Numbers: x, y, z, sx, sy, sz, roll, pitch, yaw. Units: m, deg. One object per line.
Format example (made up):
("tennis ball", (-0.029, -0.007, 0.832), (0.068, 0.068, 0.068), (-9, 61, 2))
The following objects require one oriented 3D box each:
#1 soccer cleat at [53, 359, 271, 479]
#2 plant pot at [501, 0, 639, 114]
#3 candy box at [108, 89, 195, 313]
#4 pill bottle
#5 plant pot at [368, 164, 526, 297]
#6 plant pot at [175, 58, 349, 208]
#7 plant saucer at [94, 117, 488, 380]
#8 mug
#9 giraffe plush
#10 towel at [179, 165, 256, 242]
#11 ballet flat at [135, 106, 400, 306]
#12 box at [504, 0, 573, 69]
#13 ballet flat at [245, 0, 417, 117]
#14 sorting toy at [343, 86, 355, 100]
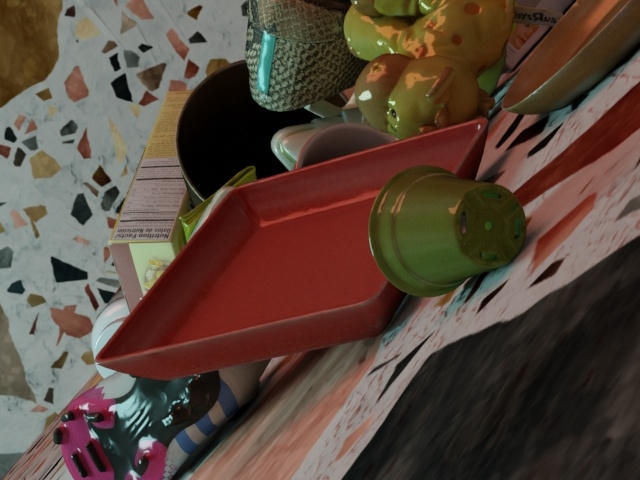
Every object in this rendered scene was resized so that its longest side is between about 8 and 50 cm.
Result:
("soccer cleat", (-0.121, 0.140, 1.566), (0.143, 0.116, 0.331), (-25, -11, -36))
("plant pot", (0.227, -0.176, 1.338), (0.236, 0.032, 0.236), (-48, 6, 7))
("candy box", (-0.174, -0.029, 2.275), (0.087, 0.183, 0.316), (-2, 40, 13))
("pill bottle", (-0.236, 0.123, 2.374), (0.121, 0.121, 0.216), (-47, 6, 12))
("plant pot", (0.085, -0.007, 1.093), (0.083, 0.083, 0.079), (-50, 19, -20))
("plant pot", (-0.067, -0.070, 2.147), (0.215, 0.215, 0.230), (-50, -10, -21))
("plant saucer", (-0.010, 0.015, 1.368), (0.258, 0.047, 0.259), (-14, 26, 33))
("mug", (-0.006, -0.008, 1.582), (0.150, 0.113, 0.169), (-49, 2, -28))
("giraffe plush", (0.101, -0.148, 1.637), (0.210, 0.181, 0.170), (-1, 47, 33))
("towel", (-0.099, 0.018, 1.922), (0.102, 0.021, 0.237), (-43, -27, -23))
("ballet flat", (-0.030, -0.029, 1.784), (0.409, 0.147, 0.147), (-47, 6, 1))
("box", (0.208, -0.278, 1.760), (0.203, 0.114, 0.103), (-47, 6, 1))
("ballet flat", (0.069, -0.217, 1.929), (0.483, 0.164, 0.182), (-20, -50, -55))
("sorting toy", (0.099, -0.201, 2.203), (0.208, 0.038, 0.193), (-47, 29, -24))
